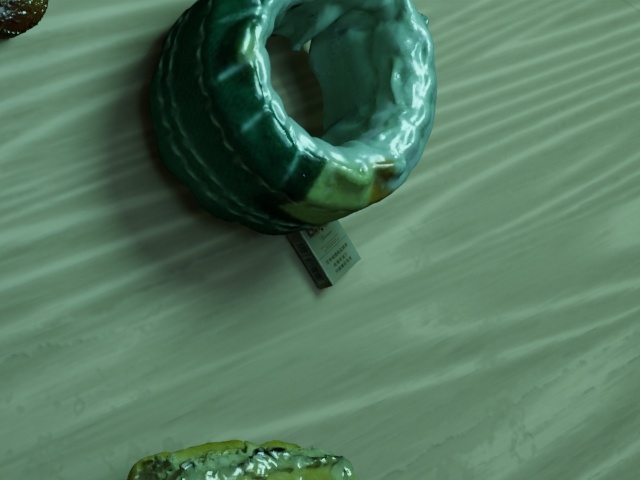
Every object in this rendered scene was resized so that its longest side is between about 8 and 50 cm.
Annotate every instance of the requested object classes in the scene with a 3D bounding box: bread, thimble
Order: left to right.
[{"bbox_3d":[-0.281,-0.221,1.543,0.085,0.053,0.085,11,72,-38],"label":"bread"},{"bbox_3d":[-0.062,0.265,1.564,0.245,0.121,0.174,1,87,-44],"label":"bread"},{"bbox_3d":[-0.021,-0.151,1.661,0.254,0.167,0.288,34,56,-23],"label":"thimble"}]

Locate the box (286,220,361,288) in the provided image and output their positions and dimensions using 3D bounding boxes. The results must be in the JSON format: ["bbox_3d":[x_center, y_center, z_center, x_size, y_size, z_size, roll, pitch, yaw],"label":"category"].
[{"bbox_3d":[0.000,0.000,1.746,0.053,0.024,0.083,-41,105,-40],"label":"box"}]
